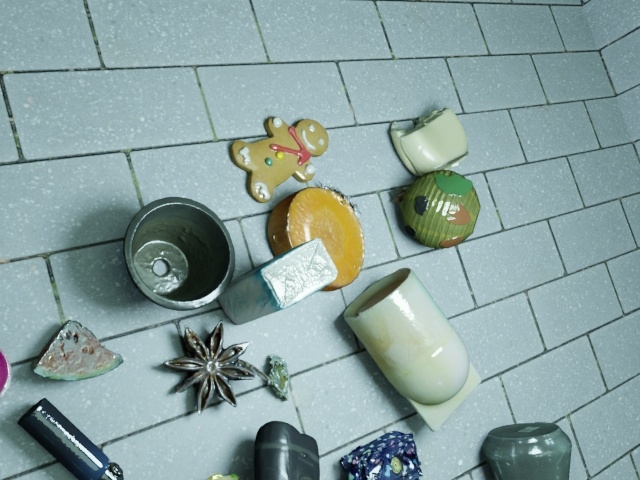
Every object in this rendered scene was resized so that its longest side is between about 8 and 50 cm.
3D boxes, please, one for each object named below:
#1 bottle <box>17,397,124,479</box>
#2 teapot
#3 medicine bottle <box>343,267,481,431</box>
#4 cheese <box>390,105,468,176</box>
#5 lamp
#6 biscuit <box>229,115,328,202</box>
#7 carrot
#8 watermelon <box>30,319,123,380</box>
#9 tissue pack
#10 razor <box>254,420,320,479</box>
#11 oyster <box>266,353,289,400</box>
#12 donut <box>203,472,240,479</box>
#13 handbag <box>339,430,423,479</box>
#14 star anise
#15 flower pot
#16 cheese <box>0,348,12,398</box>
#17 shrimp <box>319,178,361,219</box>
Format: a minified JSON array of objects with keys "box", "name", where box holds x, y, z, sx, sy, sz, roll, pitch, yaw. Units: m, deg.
[{"box":[-0.515,0.435,1.381,0.082,0.072,0.244,-39,101,7],"name":"bottle"},{"box":[0.629,0.725,1.951,0.300,0.253,0.343,3,79,-65],"name":"teapot"},{"box":[0.270,0.302,1.830,0.236,0.236,0.406,-40,98,-35],"name":"medicine bottle"},{"box":[0.361,-0.324,2.155,0.266,0.127,0.233,-32,90,-38],"name":"cheese"},{"box":[0.344,-0.106,2.019,0.284,0.250,0.250,22,58,13],"name":"lamp"},{"box":[-0.098,-0.257,1.886,0.340,0.047,0.216,-30,94,-35],"name":"biscuit"},{"box":[0.000,0.000,1.838,0.307,0.100,0.258,50,58,-12],"name":"carrot"},{"box":[-0.532,0.242,1.441,0.187,0.071,0.139,-1,69,-24],"name":"watermelon"},{"box":[-0.111,0.107,1.625,0.201,0.271,0.124,-25,90,-35],"name":"tissue pack"},{"box":[-0.068,0.591,1.511,0.204,0.114,0.349,47,23,-39],"name":"razor"},{"box":[-0.109,0.350,1.703,0.098,0.037,0.100,48,33,-33],"name":"oyster"},{"box":[-0.219,0.724,1.436,0.307,0.150,0.371,-29,92,-35],"name":"donut"},{"box":[0.172,0.612,1.748,0.260,0.113,0.161,-6,85,-41],"name":"handbag"},{"box":[-0.249,0.308,1.589,0.263,0.081,0.230,14,67,-17],"name":"star anise"},{"box":[-0.351,0.048,1.556,0.269,0.166,0.268,12,66,-28],"name":"flower pot"},{"box":[-0.702,0.303,1.312,0.155,0.062,0.244,9,72,-29],"name":"cheese"},{"box":[0.053,-0.116,1.926,0.165,0.065,0.056,39,82,-17],"name":"shrimp"}]
